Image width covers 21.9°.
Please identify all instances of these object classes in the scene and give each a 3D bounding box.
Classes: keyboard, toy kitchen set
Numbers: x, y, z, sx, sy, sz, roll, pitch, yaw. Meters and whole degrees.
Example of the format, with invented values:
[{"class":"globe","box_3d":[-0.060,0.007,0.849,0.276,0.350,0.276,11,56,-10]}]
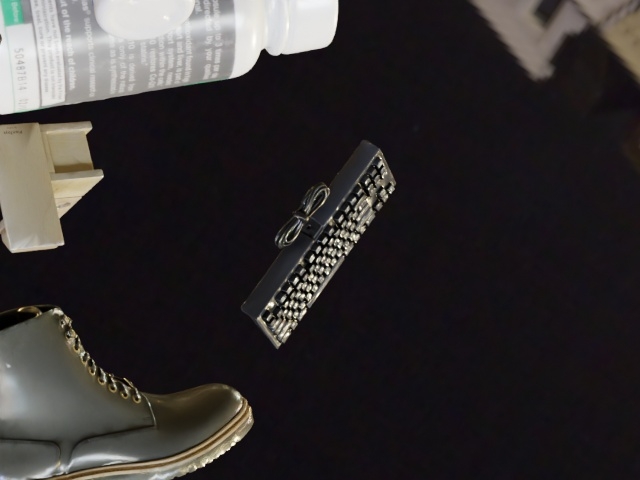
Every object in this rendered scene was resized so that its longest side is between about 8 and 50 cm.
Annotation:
[{"class":"keyboard","box_3d":[0.000,0.000,1.389,0.023,0.108,0.180,27,-105,31]},{"class":"toy kitchen set","box_3d":[-0.167,-0.018,0.893,0.083,0.075,0.068,-6,-105,-32]}]

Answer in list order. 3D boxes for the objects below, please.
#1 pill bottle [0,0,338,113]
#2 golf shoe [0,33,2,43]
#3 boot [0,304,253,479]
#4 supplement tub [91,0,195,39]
[{"class":"pill bottle","box_3d":[-0.177,-0.255,1.698,0.361,0.204,0.204,-10,-127,-13]},{"class":"golf shoe","box_3d":[-0.202,-0.146,0.738,0.186,0.086,0.067,65,-161,0]},{"class":"boot","box_3d":[-0.142,0.094,1.103,0.198,0.137,0.077,-18,-163,-32]},{"class":"supplement tub","box_3d":[-0.130,-0.199,1.142,0.071,0.071,0.107,1,-119,-30]}]
